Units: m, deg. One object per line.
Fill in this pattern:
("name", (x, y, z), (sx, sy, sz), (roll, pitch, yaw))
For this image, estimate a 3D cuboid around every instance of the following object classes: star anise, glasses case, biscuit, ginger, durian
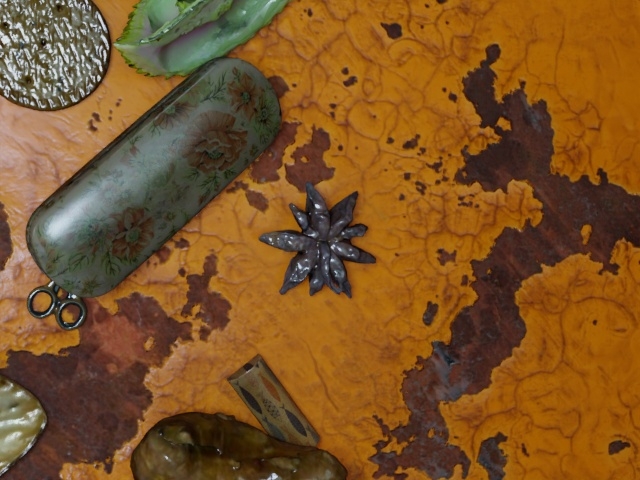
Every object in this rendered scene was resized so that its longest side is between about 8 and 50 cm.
("star anise", (0.000, 0.000, 1.535), (0.195, 0.065, 0.182), (1, 93, -16))
("glasses case", (-0.071, 0.264, 1.544), (0.064, 0.041, 0.170), (-38, 106, -12))
("biscuit", (-0.519, 0.265, 1.387), (0.260, 0.041, 0.203), (-5, 93, -20))
("ginger", (-0.128, 0.346, 1.474), (0.321, 0.172, 0.165), (11, 54, -21))
("biscuit", (-0.390, -0.276, 1.393), (0.188, 0.027, 0.188), (-1, 94, -18))
("glasses case", (-0.231, -0.094, 1.415), (0.425, 0.098, 0.156), (-44, 120, -15))
("durian", (-0.131, -0.349, 1.403), (0.355, 0.169, 0.157), (-41, 111, -6))

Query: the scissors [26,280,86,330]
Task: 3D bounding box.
("scissors", (-0.347, 0.020, 1.438), (0.088, 0.017, 0.220), (26, 85, -19))
